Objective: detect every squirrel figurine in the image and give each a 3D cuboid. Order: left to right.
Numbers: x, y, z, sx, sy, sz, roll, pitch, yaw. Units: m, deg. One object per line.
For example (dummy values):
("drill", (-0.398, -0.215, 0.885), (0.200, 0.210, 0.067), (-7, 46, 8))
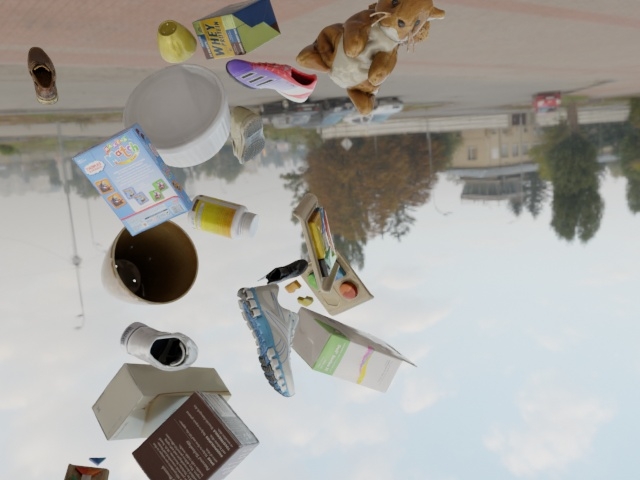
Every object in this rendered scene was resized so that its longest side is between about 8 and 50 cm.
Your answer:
("squirrel figurine", (0.186, -0.635, 1.692), (0.370, 0.281, 0.397), (-40, -166, 46))

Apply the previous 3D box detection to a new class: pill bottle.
("pill bottle", (-0.317, -0.072, 1.863), (0.215, 0.117, 0.117), (15, -167, 10))

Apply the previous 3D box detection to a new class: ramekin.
("ramekin", (-0.357, -0.314, 1.473), (0.273, 0.272, 0.127), (-2, 156, 11))

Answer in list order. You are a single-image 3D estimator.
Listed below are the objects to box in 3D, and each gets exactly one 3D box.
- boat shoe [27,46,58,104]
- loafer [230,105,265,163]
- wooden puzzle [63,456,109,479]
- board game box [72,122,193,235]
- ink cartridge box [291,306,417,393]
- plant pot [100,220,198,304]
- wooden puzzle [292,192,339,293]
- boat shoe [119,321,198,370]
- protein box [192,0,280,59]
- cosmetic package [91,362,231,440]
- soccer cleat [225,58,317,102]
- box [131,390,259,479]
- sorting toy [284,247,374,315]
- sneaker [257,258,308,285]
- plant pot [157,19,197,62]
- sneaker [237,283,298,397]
("boat shoe", (-0.715, -0.435, 1.462), (0.064, 0.178, 0.060), (-12, 157, -25))
("loafer", (-0.234, -0.335, 1.779), (0.102, 0.092, 0.268), (-34, 168, -21))
("wooden puzzle", (-0.407, 0.419, 0.985), (0.079, 0.014, 0.116), (16, -159, -25))
("board game box", (-0.400, -0.126, 1.223), (0.160, 0.211, 0.039), (-21, -150, 17))
("ink cartridge box", (0.093, 0.334, 1.680), (0.353, 0.119, 0.207), (26, -177, -32))
("plant pot", (-0.501, 0.080, 1.565), (0.237, 0.237, 0.254), (-13, 175, -42))
("wooden puzzle", (0.000, 0.000, 1.555), (0.044, 0.238, 0.221), (-16, -165, 14))
("boat shoe", (-0.328, 0.246, 1.235), (0.084, 0.095, 0.258), (18, 171, 24))
("protein box", (-0.289, -0.735, 1.967), (0.201, 0.136, 0.200), (7, -141, 39))
("cosmetic package", (-0.398, 0.412, 1.459), (0.113, 0.160, 0.309), (46, -165, 33))
("soccer cleat", (-0.163, -0.567, 1.934), (0.318, 0.108, 0.116), (11, 152, -29))
("box", (-0.282, 0.482, 1.317), (0.203, 0.167, 0.168), (-44, 162, -5))
("sorting toy", (0.012, 0.171, 1.986), (0.307, 0.229, 0.041), (-31, -168, 40))
("sneaker", (-0.118, 0.106, 1.821), (0.170, 0.051, 0.089), (-25, 172, -2))
("plant pot", (-0.497, -0.683, 1.914), (0.134, 0.134, 0.095), (-3, 159, 8))
("sneaker", (-0.065, 0.156, 0.922), (0.083, 0.190, 0.071), (-16, 173, -28))
